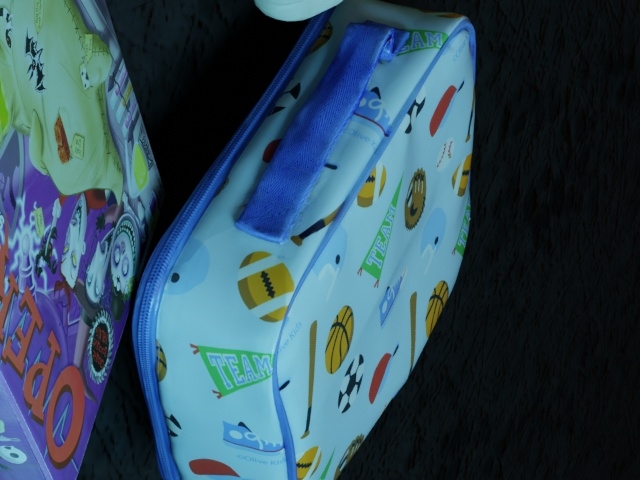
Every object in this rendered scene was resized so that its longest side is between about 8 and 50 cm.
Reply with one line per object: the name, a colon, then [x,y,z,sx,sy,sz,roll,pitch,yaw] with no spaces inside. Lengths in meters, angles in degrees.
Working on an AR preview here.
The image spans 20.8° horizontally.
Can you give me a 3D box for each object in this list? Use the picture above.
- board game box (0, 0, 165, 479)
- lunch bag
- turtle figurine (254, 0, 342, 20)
board game box: [-0.147,-0.058,0.777,0.347,0.056,0.208,78,24,-50]
lunch bag: [0.000,0.000,1.037,0.243,0.115,0.303,83,30,-51]
turtle figurine: [-0.020,-0.241,0.757,0.266,0.197,0.275,81,19,-65]
